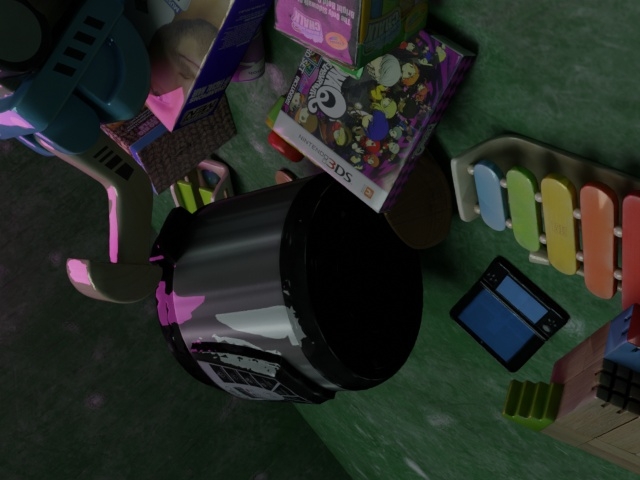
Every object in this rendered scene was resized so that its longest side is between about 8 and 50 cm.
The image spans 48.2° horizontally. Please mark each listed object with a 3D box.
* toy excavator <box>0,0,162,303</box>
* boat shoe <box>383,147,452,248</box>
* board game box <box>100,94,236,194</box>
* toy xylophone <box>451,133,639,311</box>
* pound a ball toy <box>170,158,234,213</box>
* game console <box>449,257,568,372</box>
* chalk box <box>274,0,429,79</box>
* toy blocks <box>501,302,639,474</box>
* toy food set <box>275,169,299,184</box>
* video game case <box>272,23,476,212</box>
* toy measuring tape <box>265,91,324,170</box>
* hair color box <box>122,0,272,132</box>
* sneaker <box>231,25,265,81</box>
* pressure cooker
[{"bbox_3d":[-0.355,-0.176,1.074,0.222,0.432,0.445,0,151,48],"label":"toy excavator"},{"bbox_3d":[0.119,-0.118,1.060,0.089,0.105,0.285,-98,-14,-62],"label":"boat shoe"},{"bbox_3d":[-0.374,-0.282,1.579,0.291,0.232,0.141,39,159,28],"label":"board game box"},{"bbox_3d":[0.310,-0.006,0.859,0.323,0.081,0.236,27,151,48],"label":"toy xylophone"},{"bbox_3d":[-0.250,-0.075,1.899,0.208,0.135,0.319,16,151,12],"label":"pound a ball toy"},{"bbox_3d":[0.291,0.118,1.122,0.144,0.085,0.124,43,160,15],"label":"game console"},{"bbox_3d":[0.037,-0.285,0.793,0.132,0.132,0.213,35,146,26],"label":"chalk box"},{"bbox_3d":[0.427,0.185,0.757,0.381,0.190,0.261,23,150,4],"label":"toy blocks"},{"bbox_3d":[-0.065,-0.118,1.540,0.082,0.020,0.083,38,157,29],"label":"toy food set"},{"bbox_3d":[0.058,-0.188,0.929,0.210,0.042,0.232,41,122,23],"label":"video game case"},{"bbox_3d":[-0.020,-0.167,1.126,0.121,0.121,0.330,59,-179,-25],"label":"toy measuring tape"},{"bbox_3d":[-0.200,-0.348,1.093,0.185,0.110,0.339,47,138,7],"label":"hair color box"},{"bbox_3d":[-0.209,-0.371,1.266,0.282,0.102,0.161,39,161,25],"label":"sneaker"},{"bbox_3d":[-0.074,0.089,1.264,0.420,0.375,0.369,-10,96,37],"label":"pressure cooker"}]
